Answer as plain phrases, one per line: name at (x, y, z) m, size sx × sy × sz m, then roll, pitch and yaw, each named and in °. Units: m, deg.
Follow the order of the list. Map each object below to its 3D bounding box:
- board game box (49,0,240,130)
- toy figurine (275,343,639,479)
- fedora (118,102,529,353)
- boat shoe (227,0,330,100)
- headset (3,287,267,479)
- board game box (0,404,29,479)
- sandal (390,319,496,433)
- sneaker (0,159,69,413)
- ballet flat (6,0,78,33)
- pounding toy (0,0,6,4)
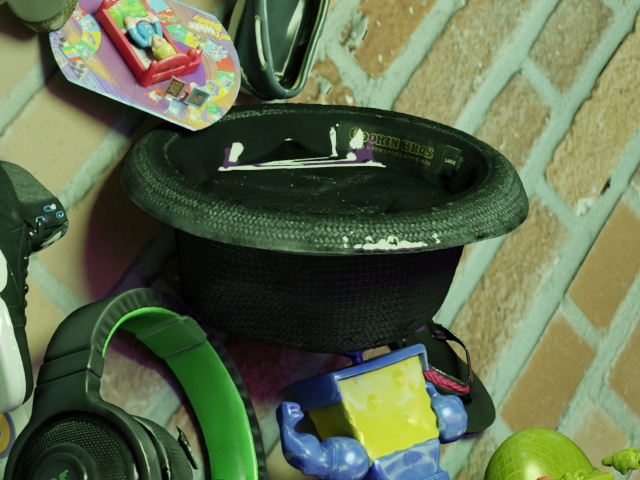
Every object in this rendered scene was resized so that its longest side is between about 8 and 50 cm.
board game box at (-0.138, -0.168, 1.551) m, size 0.169 × 0.033 × 0.133 m, roll 22°, pitch 50°, yaw -14°
toy figurine at (0.091, 0.150, 1.588) m, size 0.363 × 0.191 × 0.217 m, roll -16°, pitch 79°, yaw -35°
fedora at (0.000, 0.000, 1.545) m, size 0.334 × 0.334 × 0.152 m, roll -18°, pitch 122°, yaw -42°
boat shoe at (-0.023, -0.247, 1.626) m, size 0.095 × 0.079 × 0.254 m, roll 15°, pitch 90°, yaw -34°
headset at (-0.103, 0.210, 1.380) m, size 0.243 × 0.185 × 0.394 m, roll 45°, pitch 37°, yaw -42°
board game box at (-0.268, 0.164, 1.386) m, size 0.124 × 0.039 × 0.259 m, roll -17°, pitch 85°, yaw -43°
sandal at (0.105, 0.105, 1.707) m, size 0.179 × 0.040 × 0.067 m, roll 54°, pitch 50°, yaw -14°
sneaker at (-0.228, 0.020, 1.395) m, size 0.121 × 0.079 × 0.217 m, roll -9°, pitch 63°, yaw -40°
ballet flat at (-0.239, -0.287, 1.528) m, size 0.058 × 0.084 × 0.249 m, roll 34°, pitch 43°, yaw -77°
pounding toy at (-0.304, -0.267, 1.420) m, size 0.181 × 0.094 × 0.206 m, roll -30°, pitch 97°, yaw -30°
